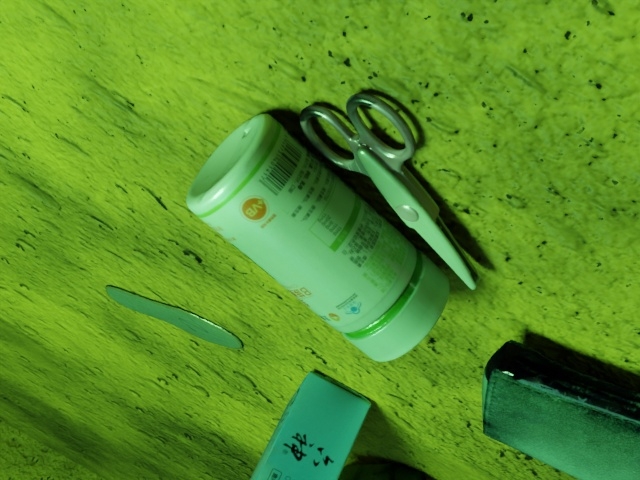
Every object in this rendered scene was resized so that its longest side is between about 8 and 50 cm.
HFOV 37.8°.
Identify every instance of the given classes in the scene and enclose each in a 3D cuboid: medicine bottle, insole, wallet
[{"bbox_3d":[0.000,0.000,0.659,0.183,0.086,0.086,41,151,-20],"label":"medicine bottle"},{"bbox_3d":[-0.171,0.088,1.074,0.188,0.004,0.064,17,150,23],"label":"insole"},{"bbox_3d":[0.306,0.187,0.724,0.379,0.046,0.191,20,153,18],"label":"wallet"}]

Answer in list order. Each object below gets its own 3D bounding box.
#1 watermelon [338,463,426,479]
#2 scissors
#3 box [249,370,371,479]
[{"bbox_3d":[0.123,0.435,1.204,0.330,0.189,0.331,23,147,16],"label":"watermelon"},{"bbox_3d":[0.058,-0.028,0.621,0.085,0.022,0.176,-7,134,49],"label":"scissors"},{"bbox_3d":[-0.038,0.272,1.007,0.083,0.232,0.142,28,153,2],"label":"box"}]
